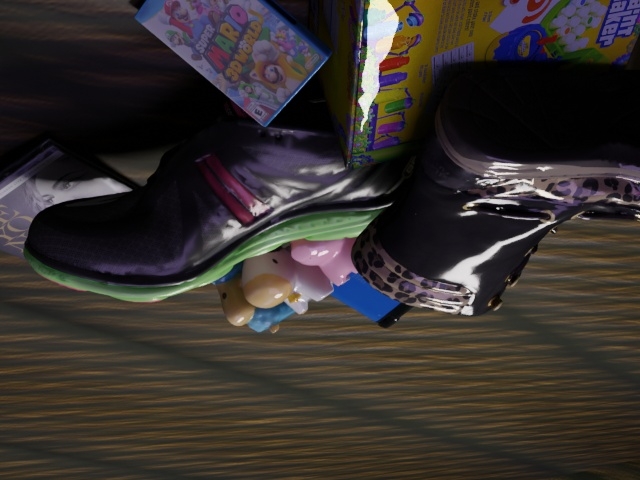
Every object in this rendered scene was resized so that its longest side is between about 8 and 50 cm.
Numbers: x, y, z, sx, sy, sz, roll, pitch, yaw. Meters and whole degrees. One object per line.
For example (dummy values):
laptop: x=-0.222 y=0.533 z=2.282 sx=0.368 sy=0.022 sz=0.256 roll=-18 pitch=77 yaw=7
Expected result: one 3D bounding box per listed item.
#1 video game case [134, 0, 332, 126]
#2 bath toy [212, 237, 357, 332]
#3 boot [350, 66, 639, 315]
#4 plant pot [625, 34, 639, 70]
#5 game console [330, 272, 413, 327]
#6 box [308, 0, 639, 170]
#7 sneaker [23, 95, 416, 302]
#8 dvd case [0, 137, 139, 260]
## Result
video game case: x=-0.084 y=-0.196 z=1.187 sx=0.166 sy=0.015 sz=0.119 roll=40 pitch=134 yaw=-8
bath toy: x=0.000 y=0.000 z=1.619 sx=0.348 sy=0.129 sz=0.151 roll=-37 pitch=176 yaw=40
boot: x=0.234 y=-0.037 z=1.255 sx=0.377 sy=0.138 sz=0.284 roll=1 pitch=149 yaw=-25
plant pot: x=0.496 y=-0.165 z=1.403 sx=0.280 sy=0.323 sz=0.323 roll=11 pitch=148 yaw=-12
game console: x=0.150 y=-0.020 z=1.764 sx=0.250 sy=0.173 sz=0.293 roll=32 pitch=135 yaw=-15
box: x=0.143 y=-0.234 z=1.168 sx=0.279 sy=0.177 sz=0.290 roll=-11 pitch=153 yaw=-8
sneaker: x=-0.096 y=-0.079 z=1.368 sx=0.482 sy=0.185 sz=0.202 roll=-18 pitch=118 yaw=-8
dvd case: x=-0.311 y=-0.034 z=1.464 sx=0.164 sy=0.018 sz=0.221 roll=-32 pitch=152 yaw=14
